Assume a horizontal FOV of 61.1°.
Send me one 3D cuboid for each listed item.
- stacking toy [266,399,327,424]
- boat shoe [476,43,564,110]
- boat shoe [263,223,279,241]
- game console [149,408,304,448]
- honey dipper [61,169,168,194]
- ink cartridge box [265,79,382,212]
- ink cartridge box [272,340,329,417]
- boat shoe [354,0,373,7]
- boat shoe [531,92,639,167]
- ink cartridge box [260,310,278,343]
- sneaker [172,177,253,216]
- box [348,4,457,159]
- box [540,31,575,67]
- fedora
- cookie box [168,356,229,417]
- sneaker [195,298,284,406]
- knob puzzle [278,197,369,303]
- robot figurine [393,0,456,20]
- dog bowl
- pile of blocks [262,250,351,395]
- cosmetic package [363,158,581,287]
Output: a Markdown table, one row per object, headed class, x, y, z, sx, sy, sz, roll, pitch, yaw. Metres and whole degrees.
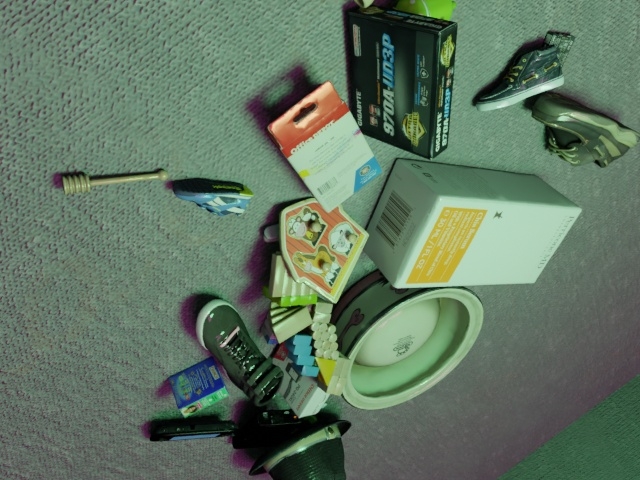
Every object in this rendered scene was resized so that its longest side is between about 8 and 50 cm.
| class | x | y | z | sx | sy | sz | roll | pitch | yaw |
| --- | --- | --- | --- | --- | --- | --- | --- | --- | --- |
| stacking toy | -0.025 | 0.415 | 1.443 | 0.167 | 0.052 | 0.221 | -45 | 135 | 9 |
| boat shoe | 0.393 | -0.326 | 1.091 | 0.183 | 0.065 | 0.083 | -21 | 109 | 0 |
| boat shoe | -0.067 | -0.018 | 1.082 | 0.100 | 0.035 | 0.035 | -19 | 160 | -22 |
| game console | -0.232 | 0.473 | 1.333 | 0.361 | 0.044 | 0.213 | 6 | 144 | -25 |
| honey dipper | -0.323 | -0.097 | 0.863 | 0.161 | 0.030 | 0.030 | -11 | 130 | -26 |
| ink cartridge box | 0.000 | -0.173 | 0.960 | 0.134 | 0.078 | 0.231 | -37 | 135 | 0 |
| ink cartridge box | -0.048 | 0.322 | 1.276 | 0.063 | 0.150 | 0.109 | 2 | 124 | -48 |
| boat shoe | -0.001 | -0.434 | 0.731 | 0.302 | 0.109 | 0.098 | 24 | 109 | -47 |
| boat shoe | 0.596 | -0.231 | 1.235 | 0.355 | 0.132 | 0.130 | 8 | 120 | -34 |
| ink cartridge box | -0.101 | 0.185 | 1.211 | 0.028 | 0.048 | 0.083 | 5 | 123 | -34 |
| sneaker | -0.189 | -0.071 | 0.949 | 0.144 | 0.053 | 0.059 | 5 | 124 | -33 |
| box | 0.132 | -0.261 | 0.897 | 0.051 | 0.175 | 0.220 | -38 | 141 | -31 |
| box | 0.481 | -0.384 | 1.119 | 0.067 | 0.018 | 0.083 | -6 | 128 | -27 |
| fedora | -0.027 | 0.623 | 1.482 | 0.334 | 0.152 | 0.334 | -23 | 153 | -12 |
| cookie box | -0.267 | 0.321 | 1.192 | 0.107 | 0.092 | 0.040 | -25 | 137 | -11 |
| sneaker | -0.156 | 0.240 | 1.137 | 0.104 | 0.147 | 0.295 | -45 | 143 | -26 |
| knob puzzle | 0.000 | 0.000 | 1.061 | 0.213 | 0.030 | 0.213 | 5 | 81 | -32 |
| robot figurine | 0.170 | -0.377 | 0.895 | 0.115 | 0.101 | 0.067 | -29 | 180 | -27 |
| dog bowl | 0.195 | 0.229 | 1.355 | 0.408 | 0.150 | 0.408 | -17 | 132 | -20 |
| pile of blocks | -0.048 | 0.173 | 1.145 | 0.149 | 0.113 | 0.362 | -26 | 113 | -25 |
| cosmetic package | 0.343 | -0.030 | 1.225 | 0.453 | 0.161 | 0.230 | 0 | 125 | -32 |
